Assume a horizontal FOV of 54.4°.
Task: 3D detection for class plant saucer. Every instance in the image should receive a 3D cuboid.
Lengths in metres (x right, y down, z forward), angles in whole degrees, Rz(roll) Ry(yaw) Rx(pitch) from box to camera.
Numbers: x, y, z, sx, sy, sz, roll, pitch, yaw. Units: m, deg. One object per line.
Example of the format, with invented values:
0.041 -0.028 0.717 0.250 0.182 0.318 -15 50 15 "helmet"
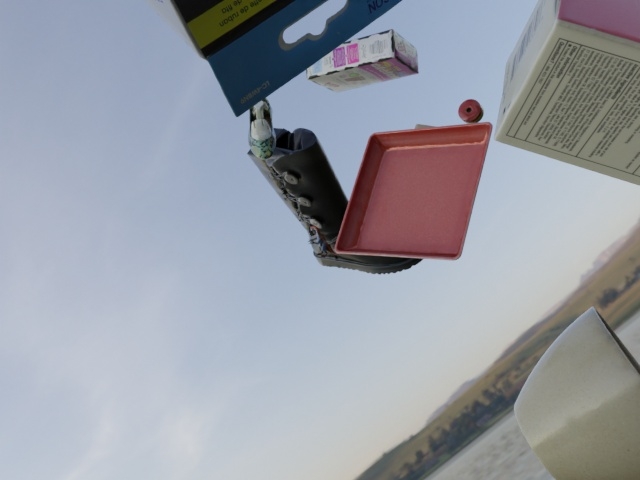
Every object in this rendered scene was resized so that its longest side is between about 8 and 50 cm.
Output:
0.171 -0.081 1.116 0.048 0.259 0.258 35 -114 -44 "plant saucer"

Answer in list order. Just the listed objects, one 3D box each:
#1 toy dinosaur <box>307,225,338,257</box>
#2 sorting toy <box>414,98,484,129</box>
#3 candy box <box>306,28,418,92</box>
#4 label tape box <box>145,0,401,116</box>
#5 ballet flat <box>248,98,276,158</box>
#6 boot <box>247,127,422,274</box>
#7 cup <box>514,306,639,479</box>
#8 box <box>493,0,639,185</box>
0.000 0.000 1.621 0.090 0.047 0.082 -6 -73 -23 "toy dinosaur"
0.227 -0.157 1.253 0.046 0.132 0.274 13 -88 -59 "sorting toy"
0.101 -0.431 1.516 0.233 0.071 0.159 -7 -4 28 "candy box"
-0.079 -0.333 0.578 0.249 0.115 0.347 -38 -48 -13 "label tape box"
-0.141 -0.271 1.450 0.070 0.188 0.070 -7 -40 -6 "ballet flat"
0.057 -0.110 1.655 0.445 0.367 0.146 62 -142 -36 "boot"
0.512 0.325 1.173 0.237 0.331 0.331 -37 -20 18 "cup"
0.305 -0.151 0.591 0.148 0.232 0.127 104 -176 -56 "box"
